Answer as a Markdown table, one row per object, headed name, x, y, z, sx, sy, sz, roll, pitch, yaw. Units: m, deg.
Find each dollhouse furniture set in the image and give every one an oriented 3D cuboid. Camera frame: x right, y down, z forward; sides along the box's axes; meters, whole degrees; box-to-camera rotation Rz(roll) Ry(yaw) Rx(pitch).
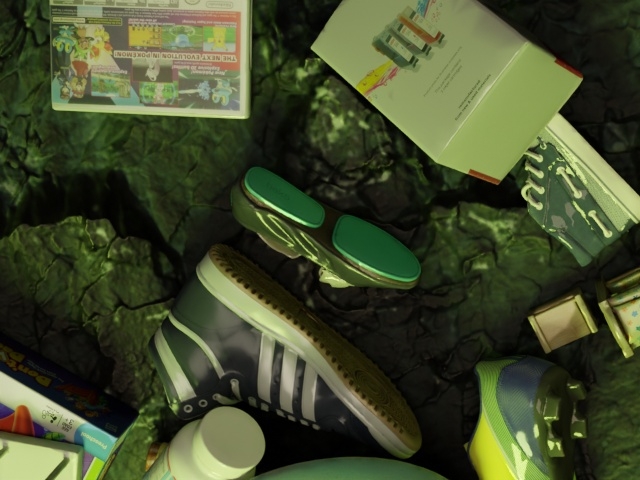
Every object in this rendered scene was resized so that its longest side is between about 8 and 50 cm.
| name | x | y | z | sx | sy | sz | roll | pitch | yaw |
| --- | --- | --- | --- | --- | --- | --- | --- | --- | --- |
| dollhouse furniture set | 0.311 | 0.110 | 1.195 | 0.182 | 0.101 | 0.161 | -26 | 97 | 15 |

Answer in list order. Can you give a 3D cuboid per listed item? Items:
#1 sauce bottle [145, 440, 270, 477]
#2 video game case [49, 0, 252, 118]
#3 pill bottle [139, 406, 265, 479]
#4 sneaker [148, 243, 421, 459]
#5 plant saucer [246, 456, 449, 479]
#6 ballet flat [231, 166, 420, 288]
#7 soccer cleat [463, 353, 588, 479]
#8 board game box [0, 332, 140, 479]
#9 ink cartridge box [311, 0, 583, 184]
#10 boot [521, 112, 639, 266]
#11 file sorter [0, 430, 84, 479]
| name | x | y | z | sx | sy | sz | roll | pitch | yaw |
| --- | --- | --- | --- | --- | --- | --- | --- | --- | --- |
| sauce bottle | -0.117 | 0.239 | 1.332 | 0.128 | 0.042 | 0.042 | 7 | 104 | 9 |
| video game case | -0.165 | -0.214 | 1.244 | 0.201 | 0.023 | 0.183 | 4 | 103 | 8 |
| pill bottle | -0.116 | 0.227 | 1.231 | 0.087 | 0.087 | 0.160 | 39 | 133 | -1 |
| sneaker | -0.043 | 0.149 | 1.268 | 0.282 | 0.099 | 0.153 | 42 | 105 | 3 |
| plant saucer | 0.010 | 0.331 | 1.248 | 0.317 | 0.044 | 0.318 | -5 | 130 | -6 |
| ballet flat | 0.000 | 0.000 | 1.247 | 0.203 | 0.074 | 0.074 | 29 | 106 | -4 |
| soccer cleat | 0.198 | 0.247 | 1.270 | 0.121 | 0.093 | 0.289 | 13 | 112 | 38 |
| board game box | -0.399 | 0.202 | 1.353 | 0.347 | 0.078 | 0.233 | 29 | 106 | 2 |
| ink cartridge box | 0.109 | -0.158 | 1.121 | 0.176 | 0.128 | 0.127 | 47 | 109 | 29 |
| boot | 0.212 | -0.065 | 1.187 | 0.086 | 0.069 | 0.190 | -44 | 93 | 10 |
| file sorter | -0.398 | 0.295 | 1.245 | 0.277 | 0.173 | 0.193 | 9 | 104 | 8 |
